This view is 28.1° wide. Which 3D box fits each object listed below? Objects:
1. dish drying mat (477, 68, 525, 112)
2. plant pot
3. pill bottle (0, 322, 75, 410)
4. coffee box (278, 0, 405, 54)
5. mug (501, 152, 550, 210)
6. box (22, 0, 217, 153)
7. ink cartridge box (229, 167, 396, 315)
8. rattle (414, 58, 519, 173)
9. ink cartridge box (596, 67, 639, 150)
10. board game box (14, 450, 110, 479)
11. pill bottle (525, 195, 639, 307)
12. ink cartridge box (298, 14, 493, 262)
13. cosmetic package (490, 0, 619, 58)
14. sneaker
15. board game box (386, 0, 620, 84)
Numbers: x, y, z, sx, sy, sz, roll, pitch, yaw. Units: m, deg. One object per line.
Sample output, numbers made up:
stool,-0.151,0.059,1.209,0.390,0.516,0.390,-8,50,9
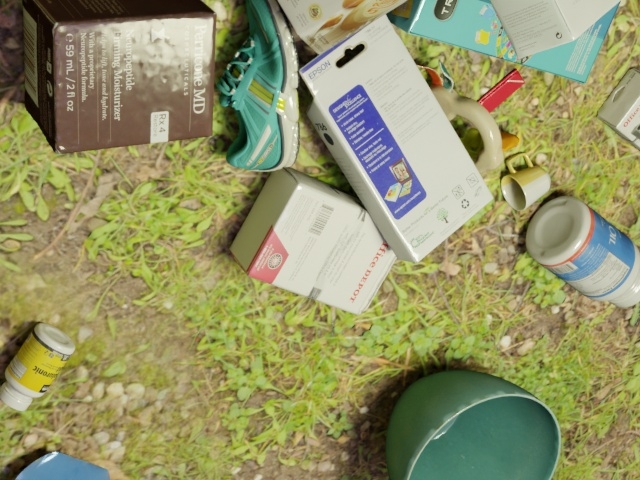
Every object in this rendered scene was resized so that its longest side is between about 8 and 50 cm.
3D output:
dish drying mat,0.276,-0.226,1.960,0.083,0.008,0.032,-41,128,-2
plant pot,0.221,0.327,2.114,0.290,0.195,0.290,-13,121,-22
pill bottle,-0.401,0.179,1.792,0.065,0.065,0.116,30,101,-36
coffee box,0.066,-0.354,1.652,0.246,0.141,0.098,-31,84,9
mug,0.330,-0.094,2.030,0.064,0.062,0.078,-27,132,-22
box,-0.253,-0.223,1.586,0.203,0.167,0.168,-9,119,-24
ink cartridge box,0.000,0.000,1.887,0.218,0.092,0.158,22,104,-33
rattle,0.224,-0.207,1.908,0.142,0.130,0.200,-33,100,-22
ink cartridge box,0.529,-0.201,2.075,0.135,0.056,0.099,29,101,-36
board game box,-0.399,0.377,1.923,0.168,0.033,0.133,30,95,-41
pill bottle,0.451,0.026,2.116,0.221,0.124,0.124,31,99,-37
ink cartridge box,0.100,-0.147,1.824,0.165,0.065,0.333,-38,109,-18
cosmetic package,0.313,-0.440,1.643,0.377,0.097,0.284,-40,109,-42
sneaker,-0.086,-0.216,1.724,0.110,0.107,0.275,-6,117,-10
board game box,0.287,-0.388,1.833,0.336,0.079,0.254,10,110,-31
